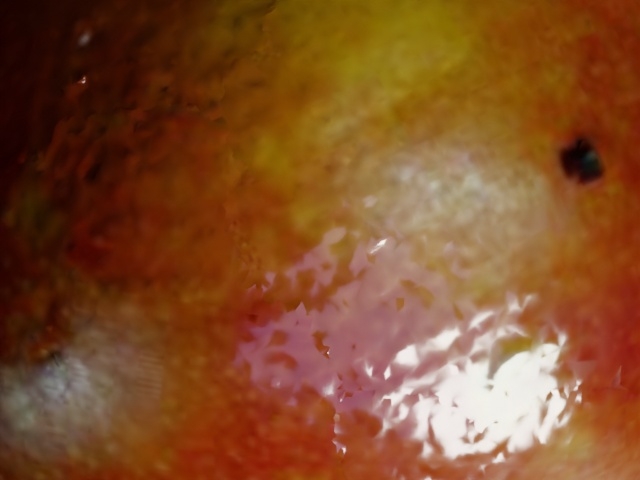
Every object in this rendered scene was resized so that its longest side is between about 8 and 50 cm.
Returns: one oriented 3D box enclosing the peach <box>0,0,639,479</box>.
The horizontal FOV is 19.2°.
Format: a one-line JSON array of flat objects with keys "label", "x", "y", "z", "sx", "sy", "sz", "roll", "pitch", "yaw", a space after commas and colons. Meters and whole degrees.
[{"label": "peach", "x": 0.000, "y": 0.000, "z": 0.777, "sx": 0.388, "sy": 0.388, "sz": 0.388, "roll": -9, "pitch": 115, "yaw": -20}]
